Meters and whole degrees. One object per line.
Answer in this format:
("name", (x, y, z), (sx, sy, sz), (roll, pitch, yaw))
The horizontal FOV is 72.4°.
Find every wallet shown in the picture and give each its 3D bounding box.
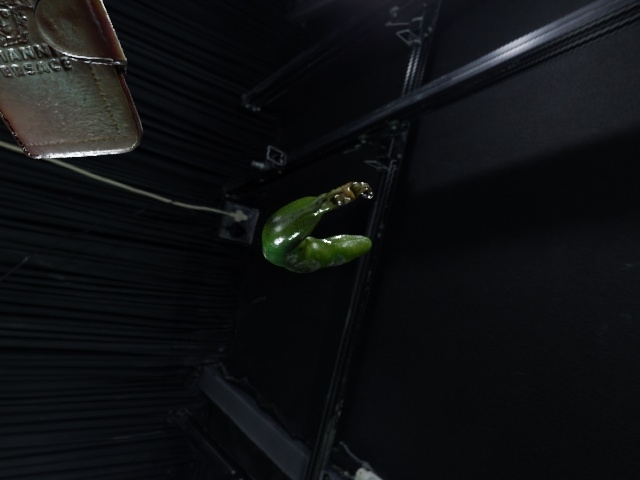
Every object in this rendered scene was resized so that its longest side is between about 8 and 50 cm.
("wallet", (-0.246, -0.182, 0.366), (0.255, 0.137, 0.031), (85, -2, -47))

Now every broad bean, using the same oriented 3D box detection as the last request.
("broad bean", (0.000, 0.000, 0.563), (0.144, 0.292, 0.049), (-17, -105, 3))
